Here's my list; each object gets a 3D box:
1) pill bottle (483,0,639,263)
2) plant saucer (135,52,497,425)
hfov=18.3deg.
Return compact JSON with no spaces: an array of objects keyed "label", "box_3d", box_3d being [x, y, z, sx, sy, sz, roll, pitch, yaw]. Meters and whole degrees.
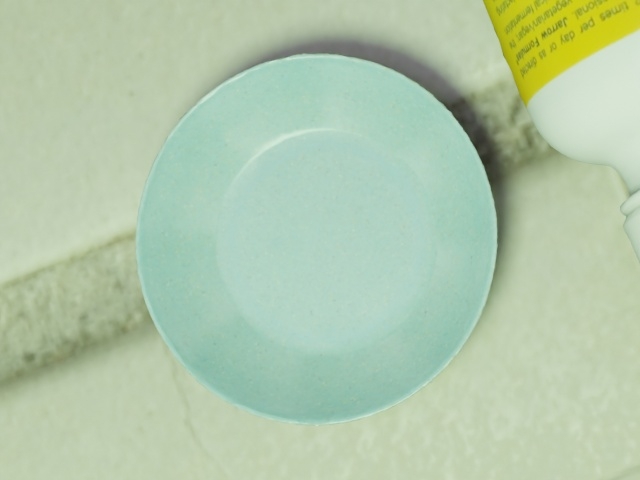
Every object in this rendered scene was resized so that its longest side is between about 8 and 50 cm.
[{"label":"pill bottle","box_3d":[0.160,-0.156,0.943,0.188,0.188,0.334,-22,81,11]},{"label":"plant saucer","box_3d":[0.000,0.000,1.049,0.195,0.037,0.195,-1,87,14]}]
